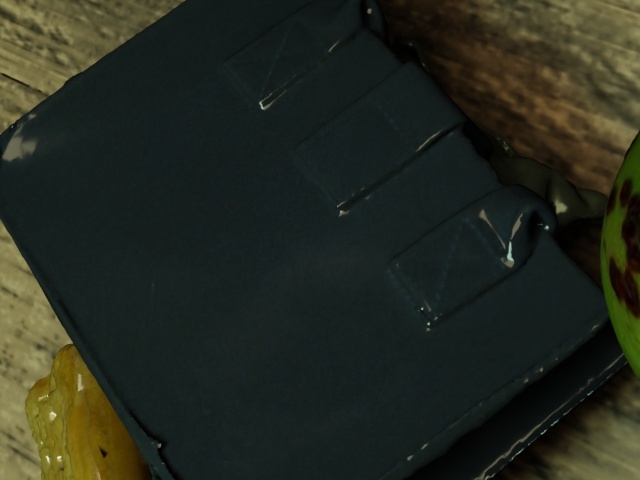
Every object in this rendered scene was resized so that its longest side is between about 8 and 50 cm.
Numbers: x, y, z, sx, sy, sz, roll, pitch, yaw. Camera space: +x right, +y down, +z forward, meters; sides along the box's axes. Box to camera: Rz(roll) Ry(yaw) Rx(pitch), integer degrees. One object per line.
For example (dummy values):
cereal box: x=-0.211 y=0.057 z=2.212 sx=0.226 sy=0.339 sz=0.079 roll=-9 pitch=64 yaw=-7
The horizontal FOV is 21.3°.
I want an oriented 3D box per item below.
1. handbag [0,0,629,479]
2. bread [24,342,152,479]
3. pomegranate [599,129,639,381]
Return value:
handbag: x=0.000 y=0.000 z=0.893 sx=0.269 sy=0.118 sz=0.325 roll=-37 pitch=56 yaw=0
bread: x=-0.085 y=0.245 z=0.946 sx=0.185 sy=0.109 sz=0.380 roll=-51 pitch=52 yaw=49
pomegranate: x=0.237 y=0.038 z=0.708 sx=0.242 sy=0.242 sz=0.305 roll=3 pitch=97 yaw=33
